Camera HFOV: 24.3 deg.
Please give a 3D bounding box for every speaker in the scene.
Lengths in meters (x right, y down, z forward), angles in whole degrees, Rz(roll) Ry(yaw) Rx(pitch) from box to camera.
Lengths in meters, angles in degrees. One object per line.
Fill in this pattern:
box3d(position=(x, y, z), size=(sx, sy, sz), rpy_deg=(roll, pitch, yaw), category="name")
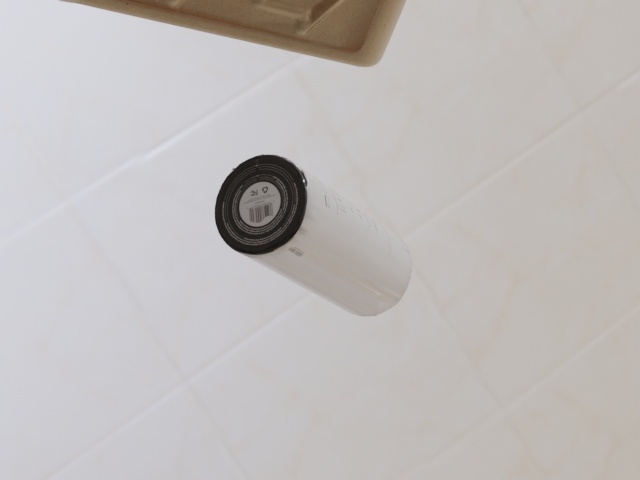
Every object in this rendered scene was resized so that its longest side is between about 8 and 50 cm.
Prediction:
box3d(position=(0.000, 0.000, 0.801), size=(0.055, 0.055, 0.136), rpy_deg=(44, 6, 30), category="speaker")

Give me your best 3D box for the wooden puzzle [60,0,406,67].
box3d(position=(-0.031, -0.318, 1.192), size=(0.080, 0.348, 0.322), rpy_deg=(45, -60, 44), category="wooden puzzle")
